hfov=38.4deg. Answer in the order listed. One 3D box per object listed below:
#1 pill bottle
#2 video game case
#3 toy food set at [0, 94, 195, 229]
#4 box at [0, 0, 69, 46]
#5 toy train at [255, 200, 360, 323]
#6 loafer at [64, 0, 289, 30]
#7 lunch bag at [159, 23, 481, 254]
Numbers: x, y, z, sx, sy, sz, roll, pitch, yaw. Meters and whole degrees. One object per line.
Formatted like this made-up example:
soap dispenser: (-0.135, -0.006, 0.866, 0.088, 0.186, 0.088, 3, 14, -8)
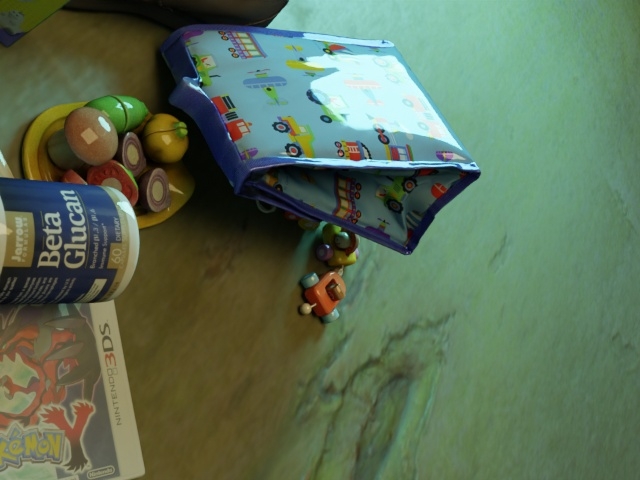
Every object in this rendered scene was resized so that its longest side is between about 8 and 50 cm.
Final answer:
pill bottle: (-0.229, 0.001, 0.680, 0.169, 0.094, 0.094, 2, 73, -45)
video game case: (-0.235, 0.113, 0.715, 0.201, 0.023, 0.184, -1, 75, -50)
toy food set: (-0.185, -0.071, 0.815, 0.218, 0.071, 0.128, -22, 91, -51)
box: (-0.237, -0.235, 0.738, 0.105, 0.179, 0.043, 43, 45, -28)
toy train: (0.000, 0.000, 1.021, 0.125, 0.046, 0.166, -38, 104, -50)
loafer: (-0.164, -0.294, 0.889, 0.366, 0.130, 0.134, 4, 71, -49)
lunch bag: (-0.018, -0.122, 0.938, 0.293, 0.138, 0.221, 9, 41, -40)
